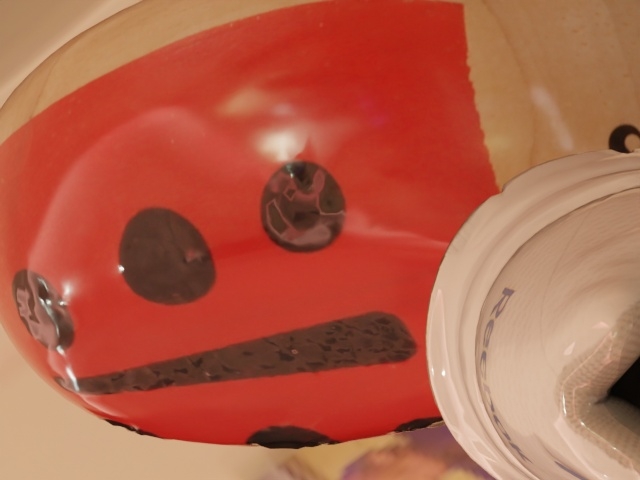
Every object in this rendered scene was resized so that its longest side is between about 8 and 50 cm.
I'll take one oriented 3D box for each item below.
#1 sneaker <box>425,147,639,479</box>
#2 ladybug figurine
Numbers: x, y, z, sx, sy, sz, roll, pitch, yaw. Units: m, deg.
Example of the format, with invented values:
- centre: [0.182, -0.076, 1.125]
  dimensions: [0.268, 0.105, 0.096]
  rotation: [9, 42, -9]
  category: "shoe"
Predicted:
- centre: [0.173, 0.027, 0.405]
  dimensions: [0.129, 0.297, 0.111]
  rotation: [-86, -11, -84]
  category: "sneaker"
- centre: [0.000, 0.000, 1.051]
  dimensions: [0.305, 0.449, 0.162]
  rotation: [55, -149, -39]
  category: "ladybug figurine"
